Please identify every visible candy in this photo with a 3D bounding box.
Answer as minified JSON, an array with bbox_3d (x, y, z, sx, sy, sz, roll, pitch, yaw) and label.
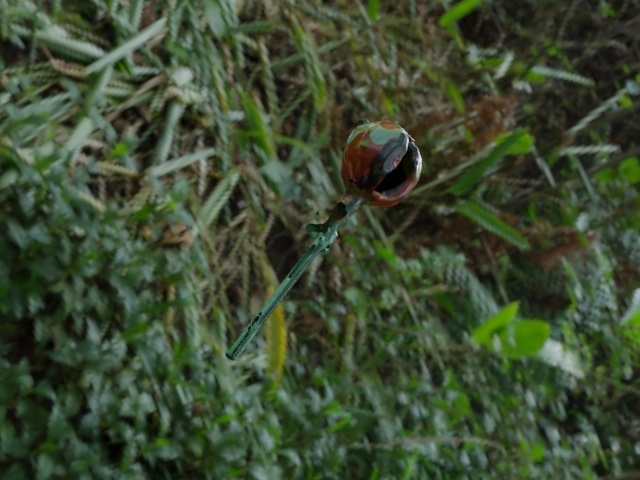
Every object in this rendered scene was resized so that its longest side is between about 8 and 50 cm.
[{"bbox_3d":[0.000,0.000,0.662,0.055,0.049,0.185,46,71,-23],"label":"candy"}]
